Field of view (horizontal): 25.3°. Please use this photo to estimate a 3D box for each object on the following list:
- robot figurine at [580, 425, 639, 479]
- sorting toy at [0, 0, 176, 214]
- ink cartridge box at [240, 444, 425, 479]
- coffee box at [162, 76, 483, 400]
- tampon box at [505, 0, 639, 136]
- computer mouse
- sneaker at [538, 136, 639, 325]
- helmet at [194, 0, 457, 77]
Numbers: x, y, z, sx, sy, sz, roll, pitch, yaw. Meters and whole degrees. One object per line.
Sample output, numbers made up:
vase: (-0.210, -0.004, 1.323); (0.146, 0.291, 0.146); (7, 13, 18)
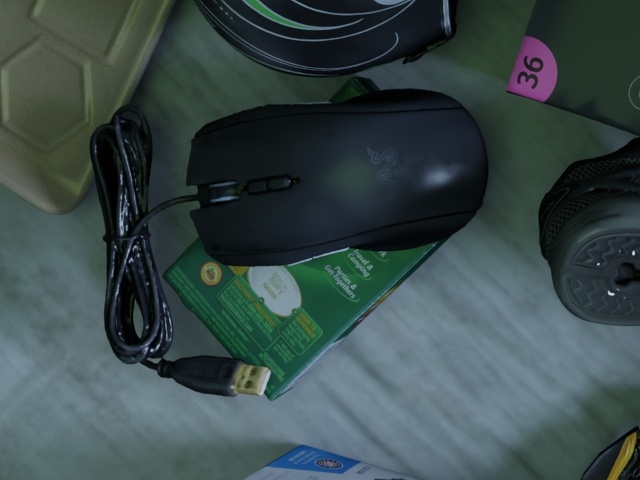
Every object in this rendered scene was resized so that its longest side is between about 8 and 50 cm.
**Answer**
robot figurine: (0.283, 0.173, 0.786); (0.291, 0.085, 0.211); (-18, 88, 20)
sorting toy: (-0.196, -0.149, 0.953); (0.193, 0.038, 0.208); (31, 100, 14)
ink cartridge box: (0.046, 0.194, 0.843); (0.191, 0.140, 0.082); (12, 97, 17)
coffee box: (0.000, 0.000, 0.892); (0.113, 0.040, 0.184); (47, 108, 11)
tampon box: (0.202, -0.112, 0.777); (0.161, 0.101, 0.120); (21, 101, 17)
computer mouse: (-0.031, 0.005, 0.848); (0.262, 0.060, 0.184); (-1, 92, 23)
sneaker: (0.226, -0.001, 0.792); (0.228, 0.130, 0.087); (6, 118, -9)
helmet: (-0.006, -0.178, 0.814); (0.162, 0.169, 0.169); (-2, 95, 9)
